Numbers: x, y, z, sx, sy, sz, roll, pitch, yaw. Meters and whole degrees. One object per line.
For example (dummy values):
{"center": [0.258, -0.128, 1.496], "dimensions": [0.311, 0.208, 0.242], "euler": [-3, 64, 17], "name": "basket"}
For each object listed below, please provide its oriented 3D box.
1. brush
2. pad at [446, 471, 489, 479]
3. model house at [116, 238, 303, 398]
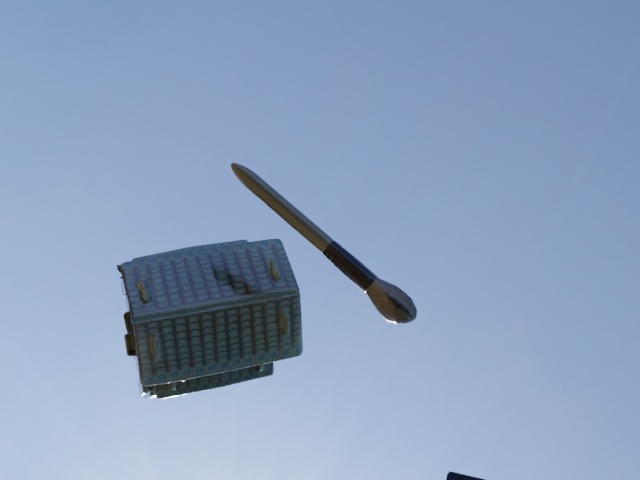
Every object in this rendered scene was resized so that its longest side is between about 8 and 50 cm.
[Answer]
{"center": [0.000, 0.000, 1.144], "dimensions": [0.299, 0.042, 0.039], "euler": [41, -51, 7], "name": "brush"}
{"center": [0.258, 0.375, 1.246], "dimensions": [0.193, 0.116, 0.004], "euler": [12, -50, 7], "name": "pad"}
{"center": [-0.164, 0.105, 1.280], "dimensions": [0.215, 0.224, 0.198], "euler": [141, -61, -67], "name": "model house"}
